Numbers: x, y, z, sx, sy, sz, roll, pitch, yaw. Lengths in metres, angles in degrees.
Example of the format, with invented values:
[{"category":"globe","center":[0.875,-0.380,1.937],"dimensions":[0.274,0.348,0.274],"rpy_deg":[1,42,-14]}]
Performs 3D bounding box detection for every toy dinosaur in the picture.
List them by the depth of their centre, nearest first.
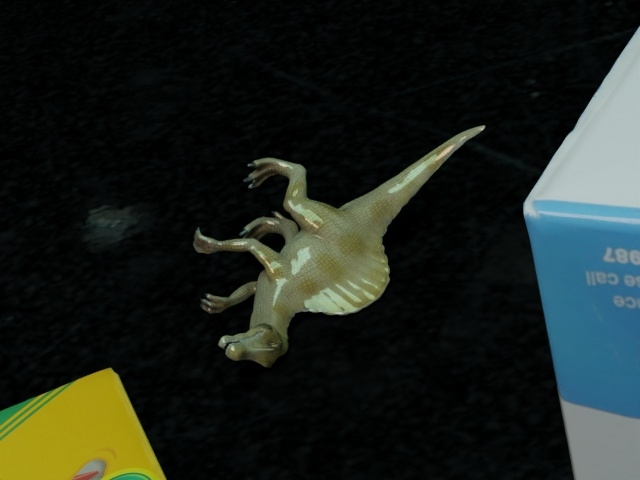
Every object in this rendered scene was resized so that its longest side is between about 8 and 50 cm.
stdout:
[{"category":"toy dinosaur","center":[0.000,0.000,0.921],"dimensions":[0.092,0.053,0.183],"rpy_deg":[29,60,28]}]

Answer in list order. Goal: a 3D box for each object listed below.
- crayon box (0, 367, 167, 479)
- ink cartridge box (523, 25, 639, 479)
[{"category":"crayon box","center":[-0.106,0.176,0.661],"dimensions":[0.165,0.081,0.278],"rpy_deg":[-22,34,-10]},{"category":"ink cartridge box","center":[0.202,0.057,0.540],"dimensions":[0.198,0.270,0.197],"rpy_deg":[6,38,29]}]
